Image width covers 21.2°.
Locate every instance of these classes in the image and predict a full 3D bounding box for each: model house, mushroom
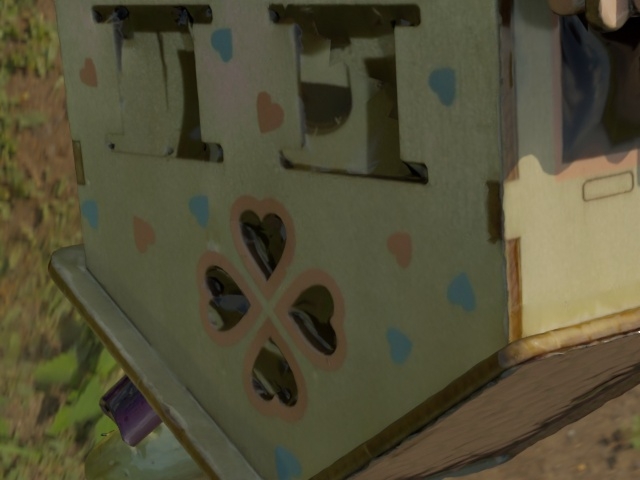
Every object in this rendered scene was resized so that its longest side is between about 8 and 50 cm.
[{"bbox_3d":[0.039,-0.020,0.627,0.169,0.326,0.244,-10,103,-43],"label":"model house"},{"bbox_3d":[-0.026,0.103,1.145,0.100,0.312,0.081,-6,72,-59],"label":"mushroom"}]

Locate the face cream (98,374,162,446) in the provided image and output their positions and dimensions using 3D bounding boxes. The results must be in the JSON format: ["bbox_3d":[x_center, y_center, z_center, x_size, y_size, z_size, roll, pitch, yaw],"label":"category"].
[{"bbox_3d":[0.000,0.000,0.842,0.273,0.078,0.078,-41,86,-3],"label":"face cream"}]
